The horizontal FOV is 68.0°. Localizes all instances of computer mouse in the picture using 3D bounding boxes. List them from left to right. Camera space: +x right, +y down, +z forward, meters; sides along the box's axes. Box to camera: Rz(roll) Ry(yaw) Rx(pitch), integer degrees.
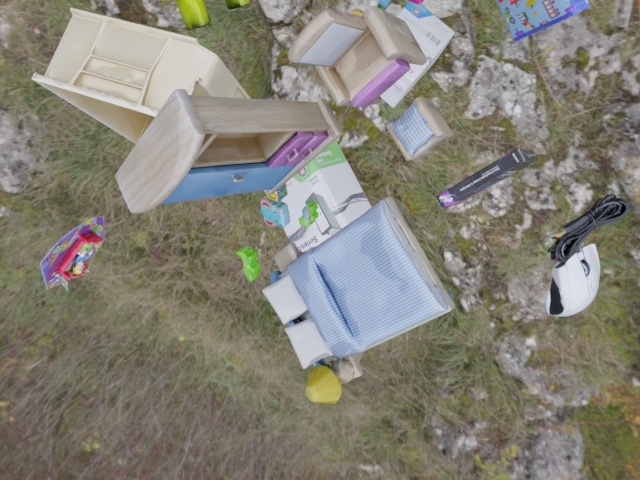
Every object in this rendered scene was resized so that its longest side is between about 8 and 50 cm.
[{"bbox_3d":[0.329,0.039,0.599,0.106,0.042,0.193,-33,135,-12],"label":"computer mouse"}]

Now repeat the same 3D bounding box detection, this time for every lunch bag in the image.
[{"bbox_3d":[0.559,-0.660,1.210,0.138,0.293,0.221,-29,103,11],"label":"lunch bag"}]

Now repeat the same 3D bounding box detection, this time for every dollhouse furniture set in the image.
[{"bbox_3d":[0.000,0.000,0.446,0.286,0.198,0.303,-34,79,40],"label":"dollhouse furniture set"}]

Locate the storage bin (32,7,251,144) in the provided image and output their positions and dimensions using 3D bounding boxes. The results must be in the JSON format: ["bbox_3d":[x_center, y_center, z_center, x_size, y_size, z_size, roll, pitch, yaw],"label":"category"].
[{"bbox_3d":[-0.245,-0.221,0.773,0.260,0.262,0.123,20,84,15],"label":"storage bin"}]

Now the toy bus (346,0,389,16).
[{"bbox_3d":[0.124,-0.702,1.547,0.104,0.202,0.191,28,73,-9],"label":"toy bus"}]

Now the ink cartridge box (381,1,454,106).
[{"bbox_3d":[0.255,-0.574,1.465,0.171,0.168,0.233,41,74,0],"label":"ink cartridge box"}]

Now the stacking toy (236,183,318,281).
[{"bbox_3d":[-0.075,-0.072,0.698,0.052,0.167,0.221,21,135,30],"label":"stacking toy"}]

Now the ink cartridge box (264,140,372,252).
[{"bbox_3d":[0.007,-0.068,1.142,0.198,0.114,0.273,-32,83,45],"label":"ink cartridge box"}]

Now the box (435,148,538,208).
[{"bbox_3d":[0.299,-0.111,0.852,0.162,0.116,0.029,-34,79,35],"label":"box"}]

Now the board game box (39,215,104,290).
[{"bbox_3d":[-0.421,0.030,0.837,0.033,0.133,0.169,39,144,0],"label":"board game box"}]

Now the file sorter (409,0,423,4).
[{"bbox_3d":[0.226,-0.766,1.120,0.182,0.202,0.291,-35,144,-15],"label":"file sorter"}]

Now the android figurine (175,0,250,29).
[{"bbox_3d":[-0.197,-0.461,0.675,0.248,0.056,0.273,-41,132,-23],"label":"android figurine"}]

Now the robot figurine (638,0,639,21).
[{"bbox_3d":[0.357,-0.203,0.333,0.219,0.128,0.158,-5,141,29],"label":"robot figurine"}]
